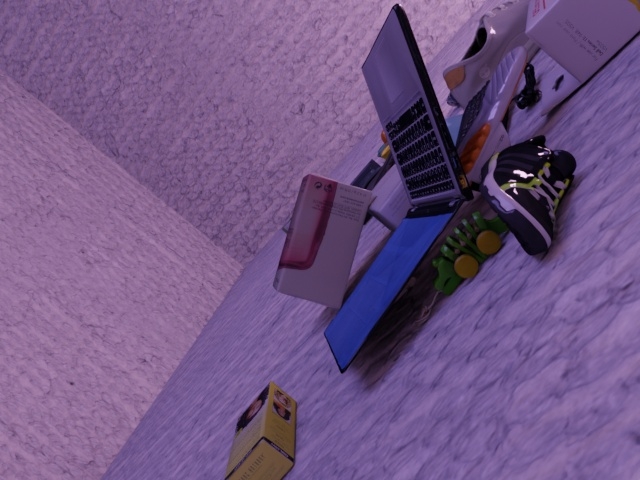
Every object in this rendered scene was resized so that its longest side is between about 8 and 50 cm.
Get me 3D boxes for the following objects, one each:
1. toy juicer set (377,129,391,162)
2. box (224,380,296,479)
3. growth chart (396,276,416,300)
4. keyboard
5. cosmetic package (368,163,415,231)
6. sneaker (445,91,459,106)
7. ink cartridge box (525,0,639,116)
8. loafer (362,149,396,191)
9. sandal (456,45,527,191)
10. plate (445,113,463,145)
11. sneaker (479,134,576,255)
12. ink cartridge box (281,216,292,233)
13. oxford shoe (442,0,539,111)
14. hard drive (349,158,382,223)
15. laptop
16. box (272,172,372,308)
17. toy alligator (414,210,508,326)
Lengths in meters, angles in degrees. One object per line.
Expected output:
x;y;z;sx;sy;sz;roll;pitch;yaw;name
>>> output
0.231;-0.306;2.171;0.209;0.089;0.329;-50;6;5;toy juicer set
-0.083;0.287;1.144;0.087;0.058;0.232;-50;7;5;box
0.115;0.056;1.257;0.172;0.021;0.237;-47;8;25;growth chart
0.312;-0.236;1.412;0.201;0.033;0.317;-40;16;32;keyboard
0.154;-0.079;1.471;0.117;0.085;0.231;-52;5;-1;cosmetic package
0.337;-0.353;1.947;0.058;0.052;0.135;-58;-5;25;sneaker
0.416;-0.366;1.152;0.353;0.119;0.207;-46;8;31;ink cartridge box
0.184;-0.158;1.770;0.267;0.096;0.084;-54;23;40;loafer
0.259;-0.149;1.151;0.102;0.076;0.265;-112;47;-79;sandal
0.241;-0.194;1.558;0.188;0.024;0.188;-26;23;12;plate
0.235;-0.068;0.874;0.097;0.084;0.234;-36;17;19;sneaker
-0.038;-0.047;2.448;0.209;0.109;0.062;-45;8;37;ink cartridge box
0.410;-0.456;1.662;0.449;0.130;0.169;-51;5;-16;oxford shoe
0.115;-0.118;1.913;0.135;0.094;0.022;-49;-25;6;hard drive
0.055;-0.067;1.156;0.236;0.408;0.382;-20;2;-3;laptop
0.000;0.000;1.522;0.148;0.127;0.232;-174;100;-83;box
0.164;0.024;0.973;0.189;0.051;0.056;-49;6;13;toy alligator
